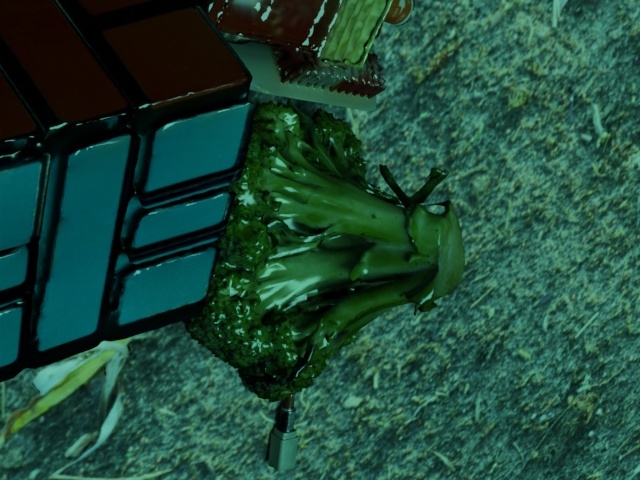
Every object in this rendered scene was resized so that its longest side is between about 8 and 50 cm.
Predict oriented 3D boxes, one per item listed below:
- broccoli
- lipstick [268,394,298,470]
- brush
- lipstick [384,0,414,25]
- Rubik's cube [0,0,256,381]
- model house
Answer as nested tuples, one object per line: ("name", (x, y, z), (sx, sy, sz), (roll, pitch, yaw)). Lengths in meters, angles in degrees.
("broccoli", (0.000, 0.000, 1.609), (0.321, 0.283, 0.303), (-44, 130, -56))
("lipstick", (-0.040, 0.213, 1.879), (0.025, 0.025, 0.107), (-8, 115, -37))
("brush", (-0.060, -0.175, 1.593), (0.321, 0.060, 0.050), (4, 154, -40))
("lipstick", (0.038, -0.251, 1.653), (0.131, 0.038, 0.038), (11, 107, -43))
("Rubik's cube", (-0.252, -0.083, 1.287), (0.283, 0.293, 0.288), (-15, 143, -29))
("model house", (-0.017, -0.276, 1.505), (0.254, 0.160, 0.196), (13, 106, -44))
